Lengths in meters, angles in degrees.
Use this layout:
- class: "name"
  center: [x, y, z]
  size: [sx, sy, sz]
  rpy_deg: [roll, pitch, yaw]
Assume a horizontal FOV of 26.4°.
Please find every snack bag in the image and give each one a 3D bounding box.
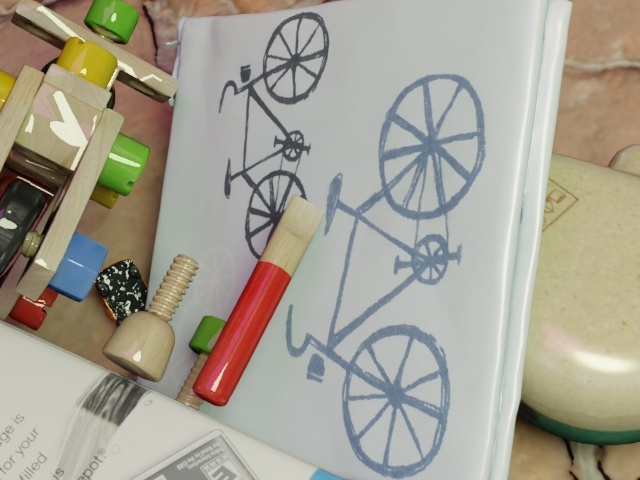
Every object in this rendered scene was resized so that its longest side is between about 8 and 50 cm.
- class: "snack bag"
  center: [0.000, 0.000, 0.890]
  size: [0.342, 0.037, 0.323]
  rpy_deg: [3, 84, 45]

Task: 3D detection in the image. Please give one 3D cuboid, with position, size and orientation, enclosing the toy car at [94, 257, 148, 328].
- class: "toy car"
  center: [-0.169, 0.072, 1.006]
  size: [0.060, 0.040, 0.122]
  rpy_deg: [44, 73, -8]

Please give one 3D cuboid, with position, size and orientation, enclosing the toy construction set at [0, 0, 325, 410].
- class: "toy construction set"
  center: [-0.140, -0.055, 0.885]
  size: [0.309, 0.257, 0.237]
  rpy_deg: [24, 73, 13]

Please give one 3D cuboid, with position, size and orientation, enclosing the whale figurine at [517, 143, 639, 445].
- class: "whale figurine"
  center: [0.146, 0.020, 0.898]
  size: [0.216, 0.141, 0.272]
  rpy_deg: [-41, 63, -18]

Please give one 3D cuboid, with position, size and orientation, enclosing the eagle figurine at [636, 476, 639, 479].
- class: "eagle figurine"
  center: [0.237, 0.240, 0.768]
  size: [0.298, 0.225, 0.226]
  rpy_deg: [-27, 101, -34]

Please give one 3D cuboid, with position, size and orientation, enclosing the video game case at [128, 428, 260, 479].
- class: "video game case"
  center: [-0.088, 0.206, 0.711]
  size: [0.190, 0.022, 0.173]
  rpy_deg: [-29, 53, -19]

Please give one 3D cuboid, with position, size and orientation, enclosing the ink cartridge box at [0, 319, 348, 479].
- class: "ink cartridge box"
  center: [-0.160, 0.238, 0.818]
  size: [0.395, 0.166, 0.285]
  rpy_deg: [22, 54, 23]
